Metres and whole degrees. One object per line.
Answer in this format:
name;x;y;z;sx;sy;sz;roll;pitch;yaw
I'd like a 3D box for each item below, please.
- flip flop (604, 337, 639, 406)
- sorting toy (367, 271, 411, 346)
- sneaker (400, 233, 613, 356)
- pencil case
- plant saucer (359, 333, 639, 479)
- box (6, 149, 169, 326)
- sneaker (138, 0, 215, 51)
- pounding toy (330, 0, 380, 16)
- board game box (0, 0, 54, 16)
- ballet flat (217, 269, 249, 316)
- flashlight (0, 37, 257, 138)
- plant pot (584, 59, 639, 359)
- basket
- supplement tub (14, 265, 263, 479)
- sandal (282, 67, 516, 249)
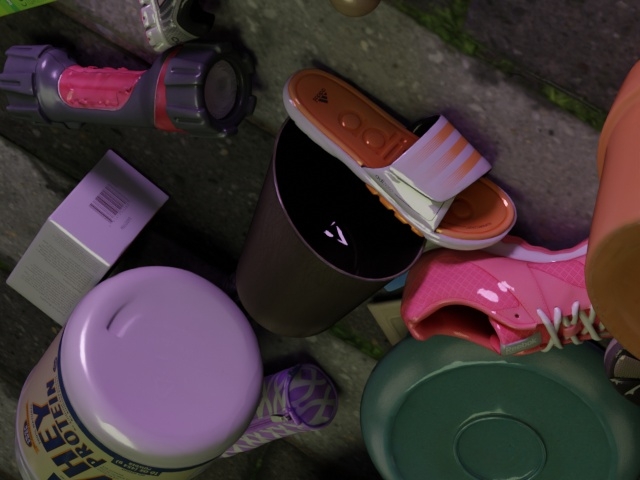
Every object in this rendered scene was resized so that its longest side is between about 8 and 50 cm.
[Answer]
flip flop;0.390;0.147;1.699;0.277;0.080;0.112;28;121;-21
sorting toy;0.159;0.135;1.897;0.196;0.047;0.348;-8;125;41
sneaker;0.226;0.070;1.692;0.313;0.136;0.116;5;134;19
pencil case;-0.067;0.211;2.110;0.086;0.088;0.206;48;141;-14
plant saucer;0.196;0.218;1.878;0.317;0.044;0.318;7;125;9
box;-0.271;0.000;2.008;0.091;0.130;0.170;38;143;-4
sneaker;-0.144;-0.269;1.696;0.074;0.063;0.170;-4;118;13
pounding toy;-0.035;-0.298;1.543;0.183;0.110;0.237;18;138;21
board game box;-0.395;-0.293;1.874;0.259;0.039;0.124;-9;124;39
ballet flat;-0.111;0.070;2.044;0.057;0.049;0.173;21;154;-27
flashlight;-0.212;-0.167;1.825;0.304;0.103;0.103;9;172;35
plant pot;0.354;-0.009;1.481;0.291;0.203;0.291;20;140;18
basket;0.000;0.000;1.789;0.227;0.154;0.204;121;133;-58
supplement tub;-0.224;0.193;2.027;0.235;0.235;0.325;38;146;-3
sandal;0.079;-0.091;1.680;0.265;0.102;0.076;36;145;3
